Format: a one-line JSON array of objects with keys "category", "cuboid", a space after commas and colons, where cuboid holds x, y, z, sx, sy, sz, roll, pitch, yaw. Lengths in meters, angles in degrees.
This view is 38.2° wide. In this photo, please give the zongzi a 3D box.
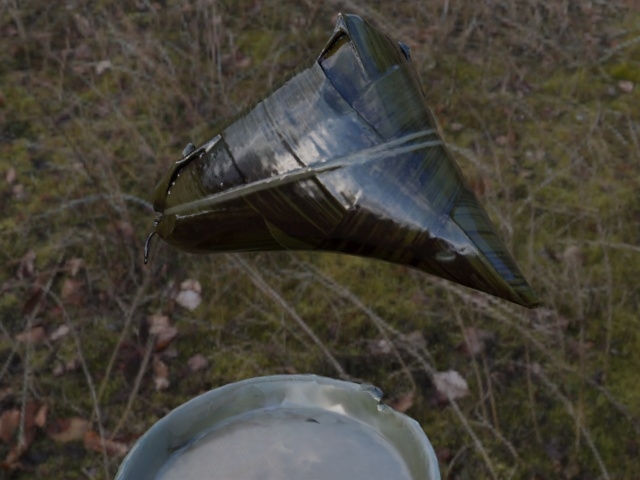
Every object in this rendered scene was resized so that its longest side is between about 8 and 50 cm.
[{"category": "zongzi", "cuboid": [0.000, 0.000, 0.520, 0.184, 0.187, 0.084, 62, 23, 14]}]

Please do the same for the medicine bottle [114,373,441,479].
[{"category": "medicine bottle", "cuboid": [-0.018, 0.334, 0.735, 0.235, 0.406, 0.236, -4, 30, 2]}]
